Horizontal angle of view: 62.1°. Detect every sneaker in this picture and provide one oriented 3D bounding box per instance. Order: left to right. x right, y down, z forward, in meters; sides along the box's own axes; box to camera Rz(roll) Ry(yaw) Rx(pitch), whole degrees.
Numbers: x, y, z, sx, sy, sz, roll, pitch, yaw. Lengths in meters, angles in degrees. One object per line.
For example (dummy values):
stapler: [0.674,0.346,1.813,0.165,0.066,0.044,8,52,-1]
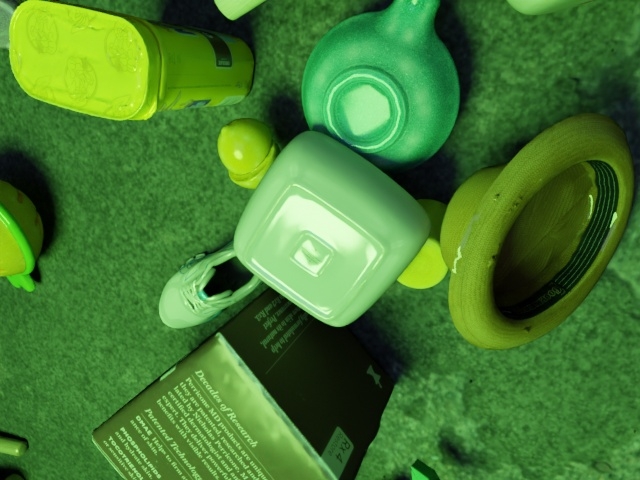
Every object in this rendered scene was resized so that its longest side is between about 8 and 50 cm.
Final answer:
sneaker: [-0.115,0.045,0.555,0.190,0.083,0.071,-34,94,27]

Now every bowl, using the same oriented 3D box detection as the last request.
bowl: [0.000,0.000,0.431,0.142,0.053,0.142,37,122,0]

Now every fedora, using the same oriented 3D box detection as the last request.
fedora: [0.156,-0.011,0.414,0.079,0.194,0.194,37,123,51]

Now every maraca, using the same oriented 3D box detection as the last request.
maraca: [-0.391,-0.004,0.640,0.127,0.099,0.186,39,141,8]

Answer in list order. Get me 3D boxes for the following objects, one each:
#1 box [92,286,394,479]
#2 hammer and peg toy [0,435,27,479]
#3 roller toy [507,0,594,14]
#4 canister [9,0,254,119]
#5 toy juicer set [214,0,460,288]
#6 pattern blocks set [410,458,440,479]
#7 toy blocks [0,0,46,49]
box: [-0.070,0.168,0.526,0.203,0.168,0.167,-39,89,26]
hammer and peg toy: [-0.565,0.440,0.821,0.265,0.127,0.361,-4,104,22]
roller toy: [0.189,-0.214,0.297,0.209,0.191,0.146,-11,103,23]
canister: [-0.147,-0.153,0.455,0.126,0.170,0.073,17,111,15]
toy juicer set: [0.010,-0.118,0.450,0.209,0.089,0.329,1,117,20]
pattern blocks set: [0.046,0.370,0.567,0.285,0.026,0.325,48,120,25]
toy blocks: [-0.436,-0.258,0.440,0.308,0.260,0.289,9,132,17]
